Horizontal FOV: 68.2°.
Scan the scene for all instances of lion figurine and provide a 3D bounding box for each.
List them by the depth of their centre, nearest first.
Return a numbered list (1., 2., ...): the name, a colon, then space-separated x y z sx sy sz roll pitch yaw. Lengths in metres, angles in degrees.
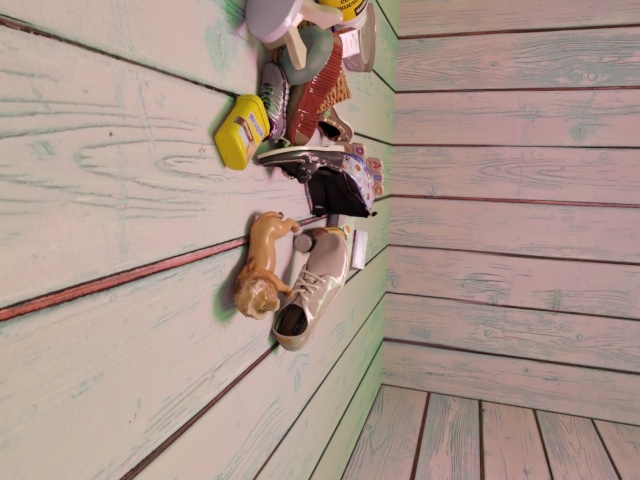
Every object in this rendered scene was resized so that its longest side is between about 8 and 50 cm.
1. lion figurine: -0.164 0.049 1.380 0.240 0.142 0.392 43 38 -59

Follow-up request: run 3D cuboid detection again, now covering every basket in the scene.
1. basket: -0.054 -0.589 1.596 0.213 0.223 0.299 66 5 27

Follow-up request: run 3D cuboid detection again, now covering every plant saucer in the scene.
1. plant saucer: -0.054 -0.546 1.363 0.037 0.195 0.195 24 70 -53

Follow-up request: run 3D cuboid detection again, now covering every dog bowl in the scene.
1. dog bowl: 0.182 -0.970 2.246 0.349 0.102 0.349 4 90 -73

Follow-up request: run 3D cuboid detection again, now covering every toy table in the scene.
1. toy table: -0.084 -0.618 1.283 0.161 0.252 0.274 32 67 -53

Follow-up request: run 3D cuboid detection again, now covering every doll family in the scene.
1. doll family: -0.092 -0.279 1.593 0.193 0.076 0.111 55 38 -71

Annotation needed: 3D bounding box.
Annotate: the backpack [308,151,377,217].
1. backpack: 0.082 -0.228 1.857 0.263 0.276 0.213 59 40 -48

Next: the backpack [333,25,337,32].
1. backpack: 0.108 -0.937 2.022 0.120 0.101 0.098 -72 165 -46

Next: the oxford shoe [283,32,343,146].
1. oxford shoe: -0.047 -0.469 1.442 0.123 0.130 0.348 6 115 -53

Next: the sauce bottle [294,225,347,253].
1. sauce bottle: 0.000 0.000 1.879 0.344 0.111 0.111 -5 99 -66

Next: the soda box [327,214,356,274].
1. soda box: 0.083 0.009 2.120 0.098 0.091 0.286 17 74 -30

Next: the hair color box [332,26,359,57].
1. hair color box: 0.064 -0.755 1.829 0.053 0.167 0.093 52 -21 47

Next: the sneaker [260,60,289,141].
1. sneaker: -0.145 -0.401 1.374 0.098 0.083 0.224 -42 134 -56

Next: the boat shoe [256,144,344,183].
1. boat shoe: -0.049 -0.235 1.483 0.340 0.127 0.113 -14 98 -49

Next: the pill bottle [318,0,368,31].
1. pill bottle: 0.075 -0.939 1.762 0.334 0.188 0.188 41 55 -69

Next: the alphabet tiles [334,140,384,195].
1. alphabet tiles: 0.132 -0.277 1.968 0.021 0.278 0.284 -48 142 -42

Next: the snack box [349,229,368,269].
1. snack box: 0.134 0.051 2.198 0.207 0.070 0.174 -14 -115 64

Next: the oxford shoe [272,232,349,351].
1. oxford shoe: -0.030 0.171 1.647 0.449 0.169 0.130 -63 150 -11

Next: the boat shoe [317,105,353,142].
1. boat shoe: 0.049 -0.462 1.929 0.324 0.116 0.097 36 65 -65

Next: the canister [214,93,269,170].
1. canister: -0.202 -0.280 1.229 0.126 0.073 0.170 75 27 -46
